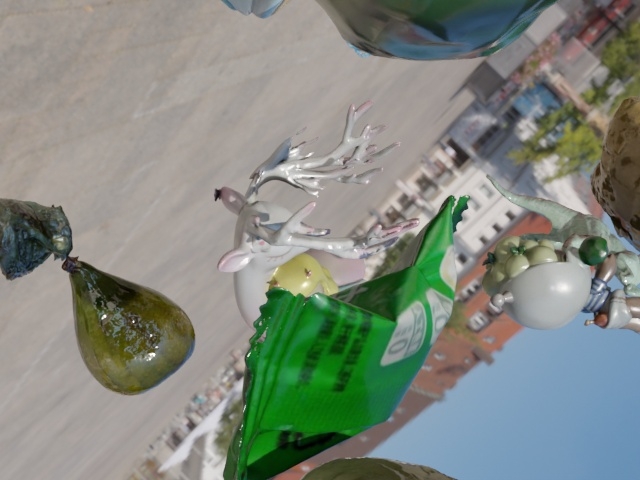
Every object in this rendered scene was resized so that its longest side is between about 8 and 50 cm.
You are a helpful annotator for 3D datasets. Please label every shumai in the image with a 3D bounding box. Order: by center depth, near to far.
[{"bbox_3d":[-0.339,-0.008,0.957,0.087,0.098,0.124,-11,-175,-15],"label":"shumai"}]

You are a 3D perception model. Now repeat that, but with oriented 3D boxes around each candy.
[{"bbox_3d":[0.022,0.061,0.461,0.203,0.078,0.141,-30,161,-53],"label":"candy"}]

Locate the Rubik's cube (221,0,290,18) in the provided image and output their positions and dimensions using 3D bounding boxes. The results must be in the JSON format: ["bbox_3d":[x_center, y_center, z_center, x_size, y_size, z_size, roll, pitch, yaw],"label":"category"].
[{"bbox_3d":[-0.041,-0.495,0.836,0.347,0.351,0.352,-49,-170,-21],"label":"Rubik's cube"}]

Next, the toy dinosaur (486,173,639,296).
[{"bbox_3d":[0.308,-0.010,0.967,0.167,0.242,0.053,-24,146,-39],"label":"toy dinosaur"}]

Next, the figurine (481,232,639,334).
[{"bbox_3d":[0.261,0.048,0.838,0.147,0.197,0.093,116,-25,-51],"label":"figurine"}]

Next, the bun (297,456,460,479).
[{"bbox_3d":[0.022,0.182,0.385,0.173,0.113,0.166,-47,-139,17],"label":"bun"}]

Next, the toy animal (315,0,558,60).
[{"bbox_3d":[0.033,-0.243,0.322,0.191,0.338,0.216,-21,-176,-5],"label":"toy animal"}]

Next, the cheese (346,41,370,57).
[{"bbox_3d":[0.050,-0.229,0.766,0.017,0.047,0.111,-97,-162,-74],"label":"cheese"}]

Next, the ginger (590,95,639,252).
[{"bbox_3d":[0.274,-0.012,0.467,0.086,0.131,0.294,-27,-153,-15],"label":"ginger"}]

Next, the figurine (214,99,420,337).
[{"bbox_3d":[-0.007,-0.010,1.072,0.285,0.206,0.315,-17,151,10],"label":"figurine"}]

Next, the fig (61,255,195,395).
[{"bbox_3d":[-0.241,0.093,0.982,0.133,0.184,0.126,-34,-177,-8],"label":"fig"}]
